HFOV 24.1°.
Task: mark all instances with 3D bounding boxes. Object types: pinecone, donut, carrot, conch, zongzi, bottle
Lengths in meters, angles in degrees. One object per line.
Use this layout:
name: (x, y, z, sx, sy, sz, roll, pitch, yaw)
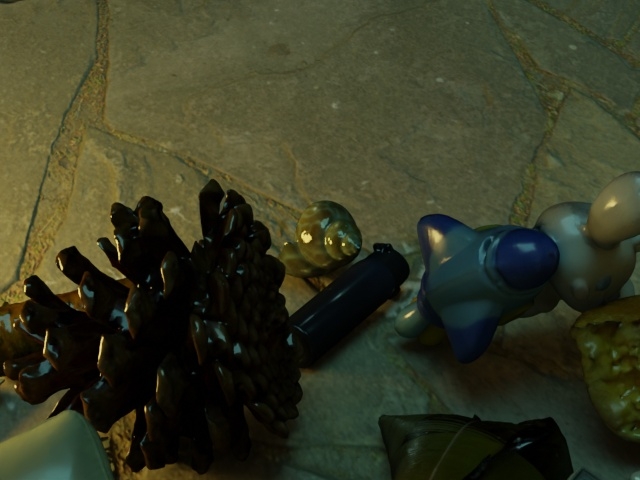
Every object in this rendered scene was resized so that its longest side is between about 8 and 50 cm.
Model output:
pinecone: (-0.214, 0.117, 1.859, 0.384, 0.384, 0.384, -3, 32, 2)
donut: (0.545, 0.148, 1.801, 0.378, 0.163, 0.435, -15, 11, -28)
carrot: (-0.308, 0.114, 2.080, 0.302, 0.114, 0.114, -9, 32, -6)
conch: (0.002, 0.003, 2.208, 0.106, 0.173, 0.116, 53, 37, 7)
zongzi: (0.099, 0.301, 1.721, 0.317, 0.154, 0.289, 7, 25, 45)
bottle: (0.037, 0.090, 2.113, 0.072, 0.082, 0.244, -1, 28, 43)

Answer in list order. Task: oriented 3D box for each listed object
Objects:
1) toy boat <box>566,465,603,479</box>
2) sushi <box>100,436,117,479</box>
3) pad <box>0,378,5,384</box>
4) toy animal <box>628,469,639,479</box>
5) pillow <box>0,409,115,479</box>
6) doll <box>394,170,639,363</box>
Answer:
toy boat: (0.302, 0.374, 1.511, 0.141, 0.092, 0.319, 4, 54, -24)
sushi: (-0.388, 0.336, 1.767, 0.320, 0.068, 0.339, -9, 32, -9)
pad: (-0.545, 0.242, 1.966, 0.164, 0.004, 0.243, 2, 30, 30)
toy animal: (0.402, 0.349, 1.665, 0.104, 0.184, 0.185, -34, 8, -17)
pillow: (-0.362, 0.347, 1.623, 0.322, 0.120, 0.255, -22, 60, -8)
doll: (0.270, 0.050, 1.962, 0.366, 0.376, 0.187, -15, 50, 1)
